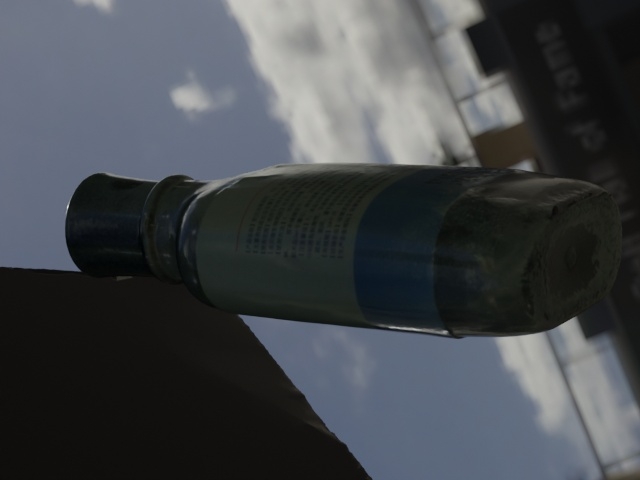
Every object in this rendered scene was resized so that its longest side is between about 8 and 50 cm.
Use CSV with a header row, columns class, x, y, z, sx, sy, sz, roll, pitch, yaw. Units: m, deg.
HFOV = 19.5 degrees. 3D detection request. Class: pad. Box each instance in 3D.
class,x,y,z,sx,sy,sz,roll,pitch,yaw
pad,-0.139,0.082,0.807,0.368,0.007,0.247,4,-147,-38

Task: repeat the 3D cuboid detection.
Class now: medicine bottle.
class,x,y,z,sx,sy,sz,roll,pitch,yaw
medicine bottle,0.000,0.000,0.674,0.090,0.209,0.053,-23,-68,-54
